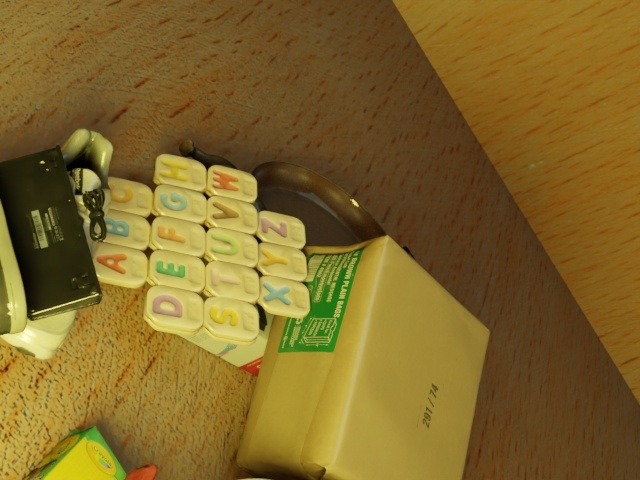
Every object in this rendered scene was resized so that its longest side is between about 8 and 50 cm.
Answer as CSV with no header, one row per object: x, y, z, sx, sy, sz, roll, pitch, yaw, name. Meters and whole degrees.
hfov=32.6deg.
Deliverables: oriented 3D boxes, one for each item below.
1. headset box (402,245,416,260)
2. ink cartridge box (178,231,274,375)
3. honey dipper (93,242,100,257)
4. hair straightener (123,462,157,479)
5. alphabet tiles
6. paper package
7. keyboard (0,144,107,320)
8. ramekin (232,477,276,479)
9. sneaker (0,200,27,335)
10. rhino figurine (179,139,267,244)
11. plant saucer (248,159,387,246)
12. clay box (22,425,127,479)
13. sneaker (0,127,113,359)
0.136,0.181,1.814,0.218,0.110,0.293,55,25,-17,headset box
-0.118,0.086,1.452,0.175,0.072,0.128,36,36,-46,ink cartridge box
-0.282,0.047,1.223,0.030,0.030,0.161,49,29,-27,honey dipper
-0.177,0.314,1.001,0.089,0.047,0.230,57,25,-23,hair straightener
-0.144,0.005,1.368,0.277,0.021,0.284,12,45,-17,alphabet tiles
0.067,0.204,1.453,0.309,0.168,0.325,42,54,-42,paper package
-0.263,-0.012,1.097,0.023,0.108,0.180,94,-23,-65,keyboard
-0.050,0.387,1.113,0.272,0.127,0.273,25,31,-16,ramekin
-0.362,0.005,1.043,0.118,0.083,0.222,-7,42,-27,sneaker
-0.115,-0.039,1.518,0.106,0.073,0.243,25,20,-51,rhino figurine
0.000,0.000,1.721,0.310,0.050,0.311,32,29,-20,plant saucer
-0.236,0.273,1.045,0.127,0.053,0.222,59,25,-10,clay box
-0.280,-0.007,1.155,0.110,0.118,0.292,30,37,-29,sneaker
